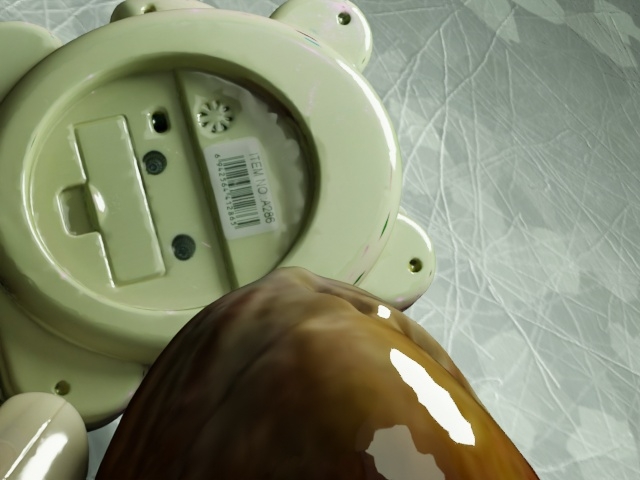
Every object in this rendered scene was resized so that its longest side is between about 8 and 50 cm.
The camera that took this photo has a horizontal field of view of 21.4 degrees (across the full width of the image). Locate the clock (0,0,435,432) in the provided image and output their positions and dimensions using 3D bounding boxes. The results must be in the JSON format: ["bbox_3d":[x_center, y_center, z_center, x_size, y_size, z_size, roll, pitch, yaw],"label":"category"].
[{"bbox_3d":[-0.094,-0.030,1.163,0.310,0.114,0.284,-13,79,-14],"label":"clock"}]

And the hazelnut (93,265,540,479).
[{"bbox_3d":[0.002,0.200,0.985,0.315,0.372,0.372,-6,54,-14],"label":"hazelnut"}]

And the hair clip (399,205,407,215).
[{"bbox_3d":[-0.088,-0.016,1.275,0.282,0.172,0.113,29,-2,-3],"label":"hair clip"}]

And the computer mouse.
[{"bbox_3d":[-0.202,0.186,0.970,0.082,0.145,0.236,33,35,-3],"label":"computer mouse"}]
